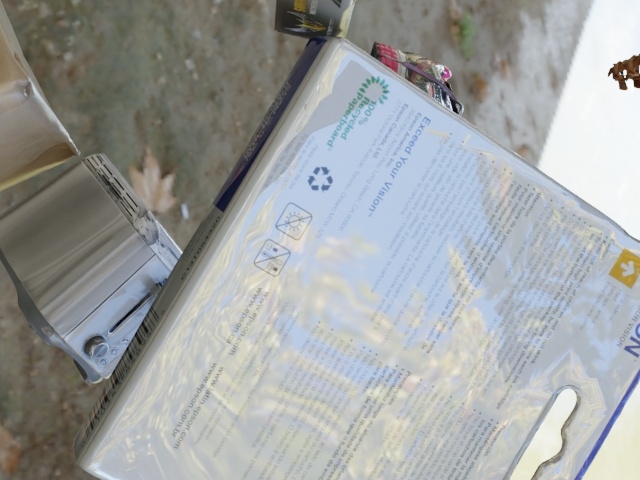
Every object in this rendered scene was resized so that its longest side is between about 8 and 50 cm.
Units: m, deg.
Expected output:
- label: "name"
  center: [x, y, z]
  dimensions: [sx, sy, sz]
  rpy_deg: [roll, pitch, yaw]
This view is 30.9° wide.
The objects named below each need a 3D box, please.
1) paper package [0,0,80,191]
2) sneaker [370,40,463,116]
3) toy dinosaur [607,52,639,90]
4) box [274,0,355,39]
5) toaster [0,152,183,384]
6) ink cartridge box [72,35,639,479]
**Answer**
- label: "paper package"
  center: [-0.448, -0.160, 1.098]
  dimensions: [0.309, 0.325, 0.168]
  rpy_deg: [62, -6, 21]
- label: "sneaker"
  center: [0.117, -0.142, 1.393]
  dimensions: [0.299, 0.112, 0.121]
  rpy_deg: [-91, -166, -48]
- label: "toy dinosaur"
  center: [0.375, -0.102, 0.825]
  dimensions: [0.164, 0.322, 0.218]
  rpy_deg: [30, 72, -31]
- label: "box"
  center: [0.016, -0.252, 0.779]
  dimensions: [0.231, 0.056, 0.183]
  rpy_deg: [124, -23, -83]
- label: "toaster"
  center: [-0.220, 0.016, 1.105]
  dimensions: [0.227, 0.146, 0.129]
  rpy_deg: [45, -9, 45]
- label: "ink cartridge box"
  center: [0.051, 0.080, 0.811]
  dimensions: [0.330, 0.071, 0.324]
  rpy_deg: [31, 90, -20]
